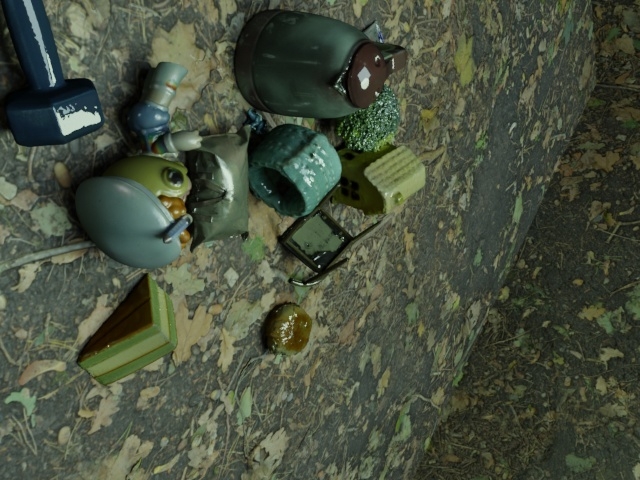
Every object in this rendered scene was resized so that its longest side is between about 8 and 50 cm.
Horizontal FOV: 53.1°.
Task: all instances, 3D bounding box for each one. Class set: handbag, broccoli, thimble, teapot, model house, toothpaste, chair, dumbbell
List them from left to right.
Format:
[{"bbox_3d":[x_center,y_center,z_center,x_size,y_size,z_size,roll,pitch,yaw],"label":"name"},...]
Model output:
[{"bbox_3d":[-0.436,-0.311,0.968,0.160,0.144,0.324,-38,133,-42],"label":"dumbbell"},{"bbox_3d":[-0.221,-0.111,1.386,0.182,0.117,0.270,-14,114,-43],"label":"handbag"},{"bbox_3d":[-0.065,-0.164,1.485,0.198,0.235,0.143,43,63,-9],"label":"thimble"},{"bbox_3d":[0.000,0.000,1.713,0.188,0.166,0.272,-47,180,-34],"label":"chair"},{"bbox_3d":[0.026,-0.393,1.433,0.315,0.312,0.233,-36,133,-41],"label":"teapot"},{"bbox_3d":[0.088,-0.490,1.701,0.323,0.066,0.100,-43,122,-42],"label":"toothpaste"},{"bbox_3d":[0.115,-0.345,1.711,0.198,0.226,0.176,9,117,-32],"label":"broccoli"},{"bbox_3d":[0.164,-0.164,1.774,0.193,0.234,0.174,-34,140,-34],"label":"model house"}]

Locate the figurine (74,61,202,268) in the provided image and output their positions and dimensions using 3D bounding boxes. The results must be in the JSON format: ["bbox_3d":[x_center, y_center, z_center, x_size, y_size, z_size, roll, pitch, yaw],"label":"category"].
[{"bbox_3d":[-0.339,-0.141,1.198,0.205,0.224,0.381,13,68,-34],"label":"figurine"}]

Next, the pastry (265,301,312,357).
[{"bbox_3d":[-0.087,0.244,1.748,0.153,0.081,0.153,-26,127,-42],"label":"pastry"}]

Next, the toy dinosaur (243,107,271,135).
[{"bbox_3d":[-0.148,-0.275,1.485,0.083,0.031,0.047,35,74,-55],"label":"toy dinosaur"}]

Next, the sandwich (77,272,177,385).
[{"bbox_3d":[-0.405,0.187,1.340,0.187,0.144,0.117,-27,135,-1],"label":"sandwich"}]
